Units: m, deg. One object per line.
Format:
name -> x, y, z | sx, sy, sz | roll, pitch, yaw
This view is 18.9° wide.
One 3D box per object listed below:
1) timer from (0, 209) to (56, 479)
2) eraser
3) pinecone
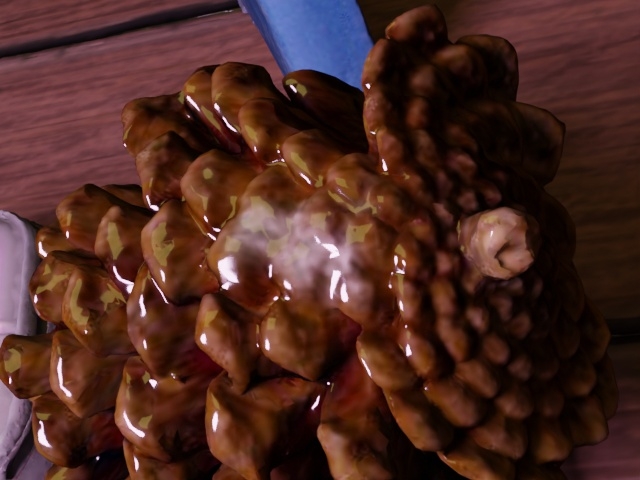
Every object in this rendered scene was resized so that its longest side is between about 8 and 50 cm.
timer -> -0.182, 0.078, 0.791 | 0.191, 0.069, 0.208 | -23, 38, 10
eraser -> -0.043, -0.173, 0.939 | 0.043, 0.144, 0.312 | -25, 36, -1
pinecone -> -0.013, 0.027, 0.659 | 0.212, 0.168, 0.185 | -6, 47, 24
